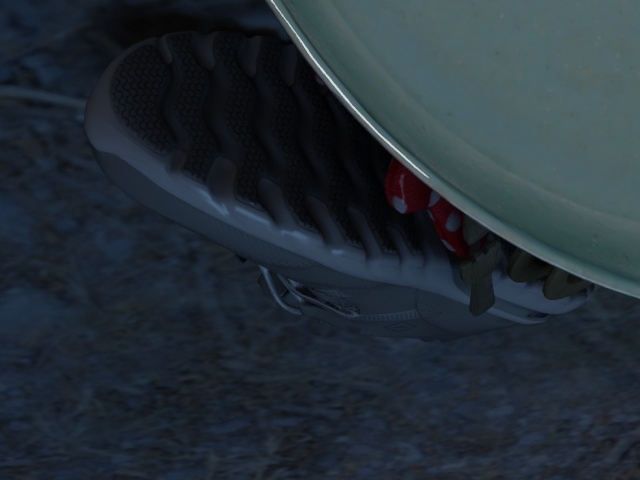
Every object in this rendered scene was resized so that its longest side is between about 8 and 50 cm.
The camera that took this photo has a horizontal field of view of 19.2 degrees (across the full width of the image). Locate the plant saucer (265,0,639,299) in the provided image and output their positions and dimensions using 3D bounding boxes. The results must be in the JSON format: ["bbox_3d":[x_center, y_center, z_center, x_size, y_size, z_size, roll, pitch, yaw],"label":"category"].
[{"bbox_3d":[0.107,-0.134,0.511,0.317,0.318,0.043,4,171,-17],"label":"plant saucer"}]

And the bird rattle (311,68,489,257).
[{"bbox_3d":[0.105,-0.097,0.713,0.207,0.143,0.253,-23,150,-5],"label":"bird rattle"}]

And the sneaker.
[{"bbox_3d":[0.000,0.000,0.850,0.281,0.105,0.115,23,136,-39],"label":"sneaker"}]

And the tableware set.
[{"bbox_3d":[0.117,-0.017,0.746,0.128,0.039,0.194,-35,163,-5],"label":"tableware set"}]
